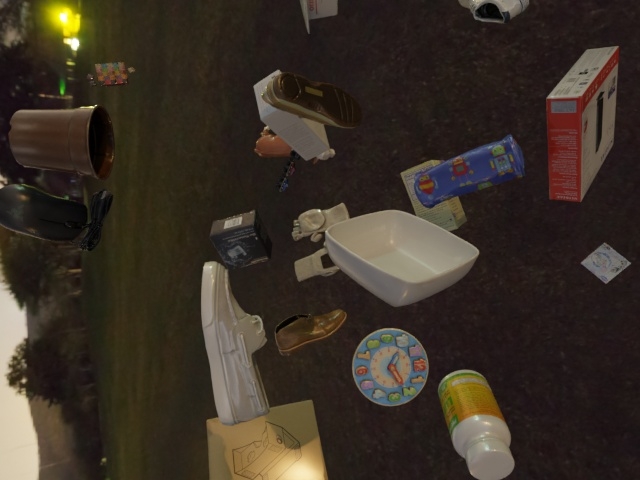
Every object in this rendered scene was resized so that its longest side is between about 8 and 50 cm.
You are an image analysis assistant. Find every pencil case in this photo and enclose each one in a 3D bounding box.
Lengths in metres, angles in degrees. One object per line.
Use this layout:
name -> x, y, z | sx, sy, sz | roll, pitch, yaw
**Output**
pencil case -> 0.420, -0.188, 1.227 | 0.306, 0.133, 0.119 | -20, 65, 30

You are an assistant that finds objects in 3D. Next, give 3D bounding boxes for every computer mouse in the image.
computer mouse -> -0.681, -0.064, 1.098 | 0.072, 0.272, 0.188 | 31, 101, 40

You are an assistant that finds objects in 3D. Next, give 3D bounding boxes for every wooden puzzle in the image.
wooden puzzle -> -0.382, -0.304, 0.783 | 0.006, 0.083, 0.049 | 121, 133, -63

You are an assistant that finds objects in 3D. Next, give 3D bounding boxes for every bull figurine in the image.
bull figurine -> -0.096, -0.377, 1.649 | 0.188, 0.311, 0.101 | -84, -4, -52

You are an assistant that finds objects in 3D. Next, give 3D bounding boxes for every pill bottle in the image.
pill bottle -> 0.385, 0.453, 1.063 | 0.245, 0.137, 0.136 | -85, 6, -66

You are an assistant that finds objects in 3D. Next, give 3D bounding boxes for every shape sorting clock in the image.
shape sorting clock -> 0.188, 0.339, 1.146 | 0.040, 0.206, 0.206 | 148, 117, -83

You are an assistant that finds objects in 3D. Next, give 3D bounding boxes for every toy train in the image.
toy train -> -0.090, -0.210, 1.254 | 0.027, 0.036, 0.158 | -85, 21, -68

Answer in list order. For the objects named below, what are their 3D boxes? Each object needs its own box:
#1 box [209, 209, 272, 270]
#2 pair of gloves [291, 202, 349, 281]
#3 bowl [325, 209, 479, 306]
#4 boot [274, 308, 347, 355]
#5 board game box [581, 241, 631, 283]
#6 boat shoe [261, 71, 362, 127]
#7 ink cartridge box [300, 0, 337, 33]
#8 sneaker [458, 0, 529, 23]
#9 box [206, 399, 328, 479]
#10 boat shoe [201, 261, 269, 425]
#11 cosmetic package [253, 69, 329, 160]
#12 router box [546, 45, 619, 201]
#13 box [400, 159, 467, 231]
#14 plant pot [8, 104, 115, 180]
box -> -0.261, 0.000, 1.430 | 0.093, 0.156, 0.158 | -94, -13, -52
pair of gloves -> 0.000, 0.000, 1.385 | 0.204, 0.042, 0.240 | -13, 65, 19
bowl -> 0.087, 0.020, 0.491 | 0.142, 0.142, 0.053 | 34, 128, 40
boot -> -0.034, 0.329, 1.666 | 0.112, 0.305, 0.115 | 20, 131, 64
board game box -> 0.856, 0.067, 1.286 | 0.090, 0.020, 0.090 | 47, 118, 19
boat shoe -> -0.013, -0.237, 0.744 | 0.072, 0.190, 0.068 | -10, 73, 51
ink cartridge box -> -0.011, -0.448, 0.709 | 0.104, 0.060, 0.180 | 83, 175, -67
sneaker -> 0.477, -0.697, 1.249 | 0.091, 0.094, 0.258 | -38, 39, -1
box -> -0.097, 0.386, 0.765 | 0.021, 0.201, 0.164 | 104, 156, -54
boat shoe -> -0.090, 0.111, 0.465 | 0.066, 0.063, 0.184 | -166, 69, -82
cosmetic package -> -0.069, -0.314, 1.105 | 0.086, 0.231, 0.117 | -24, 63, 21
router box -> 0.730, -0.324, 1.186 | 0.082, 0.335, 0.301 | 13, 136, 42
box -> 0.402, -0.149, 1.501 | 0.117, 0.214, 0.242 | -20, 90, 29
plant pot -> -0.572, -0.222, 0.952 | 0.167, 0.165, 0.166 | -177, 90, -81
